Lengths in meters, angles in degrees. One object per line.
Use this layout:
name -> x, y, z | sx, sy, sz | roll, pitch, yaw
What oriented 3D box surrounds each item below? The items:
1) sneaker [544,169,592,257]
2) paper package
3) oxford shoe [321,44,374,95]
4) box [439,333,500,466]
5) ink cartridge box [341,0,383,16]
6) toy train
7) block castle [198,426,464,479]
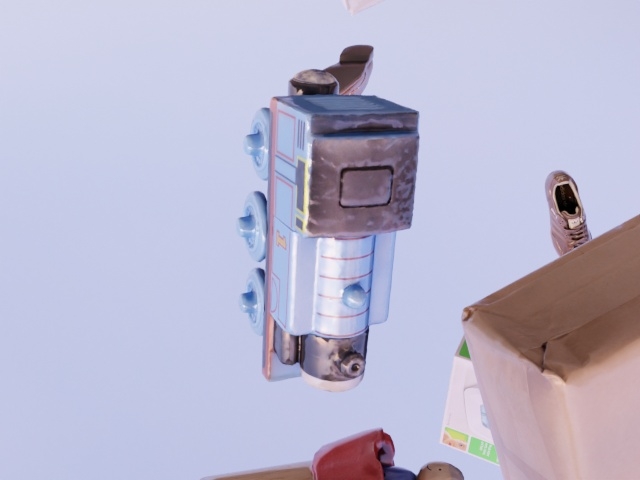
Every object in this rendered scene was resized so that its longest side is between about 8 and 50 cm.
sneaker -> 0.427, -0.027, 1.281 | 0.066, 0.188, 0.071 | -19, -173, 13
paper package -> 0.344, 0.164, 0.802 | 0.309, 0.325, 0.168 | -26, -153, -14
oxford shoe -> 0.046, -0.265, 1.262 | 0.076, 0.076, 0.212 | 9, -146, 22
box -> 0.341, 0.271, 1.268 | 0.231, 0.262, 0.127 | 19, -133, 19
ink cartridge box -> 0.130, -0.449, 0.898 | 0.307, 0.223, 0.129 | -24, -122, 2
toy train -> 0.000, 0.000, 0.419 | 0.080, 0.184, 0.105 | -4, -160, -21
block castle -> 0.013, 0.346, 0.428 | 0.212, 0.303, 0.453 | -13, -162, 13
